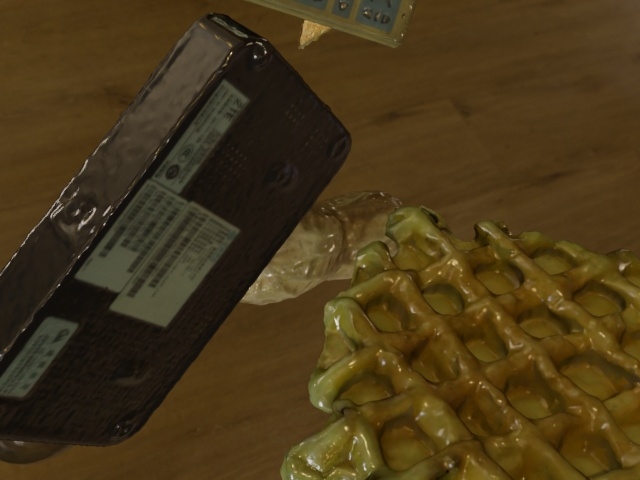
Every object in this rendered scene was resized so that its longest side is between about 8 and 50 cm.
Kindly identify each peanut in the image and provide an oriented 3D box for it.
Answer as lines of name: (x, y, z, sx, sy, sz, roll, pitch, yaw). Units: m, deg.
peanut: (0.000, 0.000, 1.025, 0.298, 0.136, 0.120, -15, 85, -39)

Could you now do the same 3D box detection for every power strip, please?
power strip: (-0.059, -0.341, 1.011, 0.388, 0.092, 0.066, 13, 16, -15)

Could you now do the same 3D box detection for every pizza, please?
pizza: (0.000, -0.472, 1.755, 0.026, 0.123, 0.108, 13, 11, -44)

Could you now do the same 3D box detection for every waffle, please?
waffle: (0.104, 0.076, 0.365, 0.223, 0.054, 0.204, 13, 42, 10)

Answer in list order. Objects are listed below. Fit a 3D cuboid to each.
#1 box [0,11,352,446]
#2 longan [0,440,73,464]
box: (-0.125, 0.010, 0.634, 0.058, 0.211, 0.350, 38, 92, 30)
longan: (-0.371, 0.193, 1.031, 0.167, 0.167, 0.187, 8, 95, -7)
